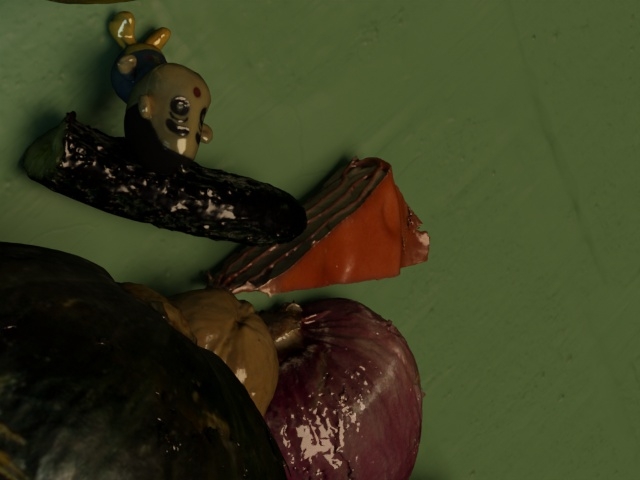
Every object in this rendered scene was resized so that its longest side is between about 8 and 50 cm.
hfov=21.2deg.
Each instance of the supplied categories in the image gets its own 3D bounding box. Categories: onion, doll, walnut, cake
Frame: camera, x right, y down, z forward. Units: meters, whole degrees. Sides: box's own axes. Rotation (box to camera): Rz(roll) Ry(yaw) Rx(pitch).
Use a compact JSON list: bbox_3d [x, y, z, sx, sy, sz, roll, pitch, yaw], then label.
[{"bbox_3d":[0.015,0.237,1.796,0.267,0.159,0.349,-32,122,-29],"label":"onion"},{"bbox_3d":[-0.142,-0.133,1.525,0.089,0.179,0.102,-36,145,29],"label":"doll"},{"bbox_3d":[-0.116,0.121,1.630,0.149,0.166,0.166,-61,141,-49],"label":"walnut"},{"bbox_3d":[-0.005,-0.002,1.745,0.287,0.098,0.135,-20,118,-43],"label":"cake"}]

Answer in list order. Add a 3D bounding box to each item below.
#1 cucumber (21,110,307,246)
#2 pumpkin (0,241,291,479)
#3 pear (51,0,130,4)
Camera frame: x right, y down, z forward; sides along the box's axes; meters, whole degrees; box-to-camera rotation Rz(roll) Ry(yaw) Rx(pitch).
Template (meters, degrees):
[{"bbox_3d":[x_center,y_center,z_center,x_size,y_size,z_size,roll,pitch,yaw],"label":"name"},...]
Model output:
[{"bbox_3d":[-0.137,-0.045,1.602,0.303,0.081,0.072,20,45,-40],"label":"cucumber"},{"bbox_3d":[-0.224,0.183,1.342,0.454,0.454,0.344,28,94,-45],"label":"pumpkin"},{"bbox_3d":[-0.165,-0.345,1.353,0.336,0.285,0.285,-51,132,-14],"label":"pear"}]
